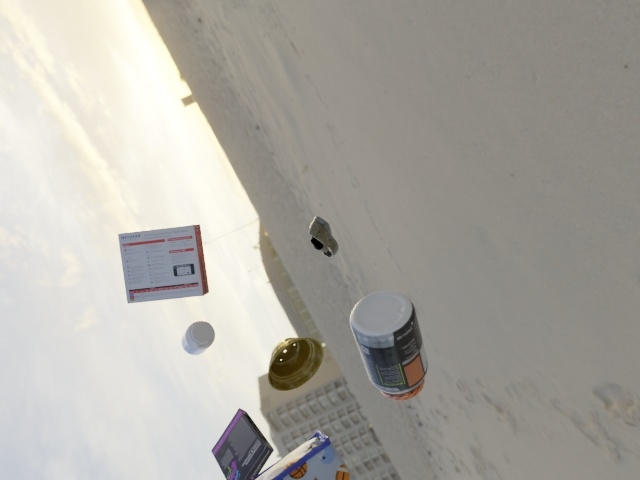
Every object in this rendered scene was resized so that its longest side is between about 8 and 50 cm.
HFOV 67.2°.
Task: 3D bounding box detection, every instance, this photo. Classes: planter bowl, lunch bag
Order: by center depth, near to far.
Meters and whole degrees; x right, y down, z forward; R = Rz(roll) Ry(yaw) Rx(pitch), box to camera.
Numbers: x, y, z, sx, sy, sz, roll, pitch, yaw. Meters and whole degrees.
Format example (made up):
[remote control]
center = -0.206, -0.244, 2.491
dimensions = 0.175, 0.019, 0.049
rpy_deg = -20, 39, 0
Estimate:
[lunch bag]
center = -0.063, 0.741, 1.229
dimensions = 0.328, 0.385, 0.239
rpy_deg = 54, 163, 10
[planter bowl]
center = -0.103, 0.402, 1.652
dimensions = 0.090, 0.217, 0.217
rpy_deg = 38, 159, 48

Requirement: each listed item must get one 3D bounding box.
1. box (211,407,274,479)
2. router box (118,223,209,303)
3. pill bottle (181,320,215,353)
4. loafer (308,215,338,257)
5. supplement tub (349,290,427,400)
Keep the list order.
[box]
center = -0.173, 0.458, 1.050
dimensions = 0.029, 0.116, 0.162
rpy_deg = 38, 172, -30
[router box]
center = -0.660, 0.098, 2.035
dimensions = 0.082, 0.335, 0.301
rpy_deg = -37, -59, -84
[pill bottle]
center = -0.514, 0.410, 2.039
dimensions = 0.124, 0.124, 0.221
rpy_deg = 65, 151, 10
[loafer]
center = 0.000, 0.000, 1.886
dimensions = 0.094, 0.087, 0.251
rpy_deg = 32, 163, 30
[supplement tub]
center = 0.214, 0.323, 1.449
dimensions = 0.193, 0.193, 0.316
rpy_deg = -116, 6, -57
